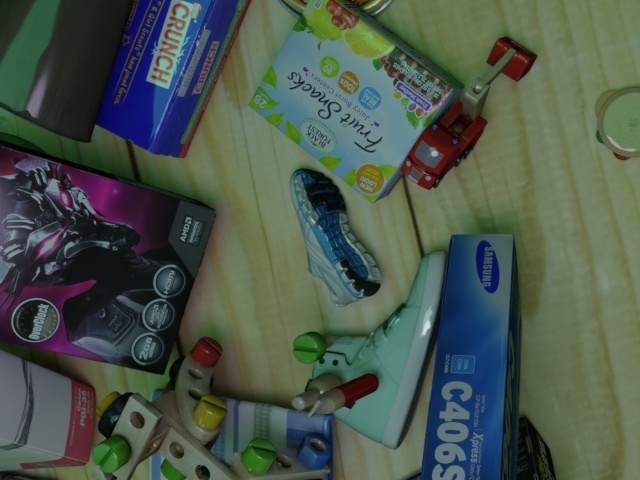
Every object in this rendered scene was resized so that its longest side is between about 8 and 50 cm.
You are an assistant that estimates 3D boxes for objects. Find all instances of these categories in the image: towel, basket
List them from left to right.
[{"bbox_3d":[-0.305,-0.260,1.034,0.204,0.154,0.227,31,99,10],"label":"basket"},{"bbox_3d":[-0.110,0.310,1.179,0.284,0.034,0.209,2,95,28],"label":"towel"}]

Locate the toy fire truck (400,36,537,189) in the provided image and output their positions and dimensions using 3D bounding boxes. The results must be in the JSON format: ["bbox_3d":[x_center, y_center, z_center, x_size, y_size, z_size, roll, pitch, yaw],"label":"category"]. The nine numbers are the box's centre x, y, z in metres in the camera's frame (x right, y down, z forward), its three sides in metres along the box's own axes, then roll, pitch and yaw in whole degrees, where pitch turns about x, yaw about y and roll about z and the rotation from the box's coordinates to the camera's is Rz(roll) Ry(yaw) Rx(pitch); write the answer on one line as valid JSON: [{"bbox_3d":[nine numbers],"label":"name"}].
[{"bbox_3d":[0.173,-0.150,1.034,0.047,0.192,0.135,36,131,12],"label":"toy fire truck"}]

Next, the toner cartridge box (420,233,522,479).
[{"bbox_3d":[0.167,0.167,0.938,0.075,0.348,0.165,-1,133,15],"label":"toner cartridge box"}]

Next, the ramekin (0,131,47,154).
[{"bbox_3d":[-0.499,-0.003,1.233,0.303,0.148,0.304,1,95,16],"label":"ramekin"}]

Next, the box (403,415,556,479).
[{"bbox_3d":[0.147,0.338,1.035,0.270,0.216,0.060,-33,102,15],"label":"box"}]

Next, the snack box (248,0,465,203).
[{"bbox_3d":[0.041,-0.177,1.093,0.207,0.070,0.174,40,114,11],"label":"snack box"}]

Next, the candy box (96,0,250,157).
[{"bbox_3d":[-0.276,-0.295,1.161,0.317,0.122,0.268,28,100,13],"label":"candy box"}]

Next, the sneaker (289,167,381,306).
[{"bbox_3d":[0.000,0.000,1.136,0.083,0.071,0.191,-39,70,46],"label":"sneaker"}]

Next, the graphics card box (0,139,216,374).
[{"bbox_3d":[-0.338,0.013,1.103,0.370,0.094,0.233,18,93,-26],"label":"graphics card box"}]

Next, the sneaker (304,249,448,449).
[{"bbox_3d":[0.066,0.117,1.109,0.151,0.094,0.256,20,98,17],"label":"sneaker"}]

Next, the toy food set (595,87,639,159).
[{"bbox_3d":[0.364,-0.136,1.040,0.083,0.020,0.083,-5,93,16],"label":"toy food set"}]

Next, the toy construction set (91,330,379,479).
[{"bbox_3d":[-0.111,0.227,1.019,0.308,0.237,0.258,-32,79,26],"label":"toy construction set"}]

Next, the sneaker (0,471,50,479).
[{"bbox_3d":[-0.476,0.465,1.298,0.162,0.106,0.282,15,88,20],"label":"sneaker"}]

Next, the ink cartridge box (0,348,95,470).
[{"bbox_3d":[-0.458,0.220,1.160,0.207,0.283,0.117,-7,66,17],"label":"ink cartridge box"}]

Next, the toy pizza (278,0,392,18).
[{"bbox_3d":[0.018,-0.369,1.115,0.201,0.032,0.201,1,95,16],"label":"toy pizza"}]
